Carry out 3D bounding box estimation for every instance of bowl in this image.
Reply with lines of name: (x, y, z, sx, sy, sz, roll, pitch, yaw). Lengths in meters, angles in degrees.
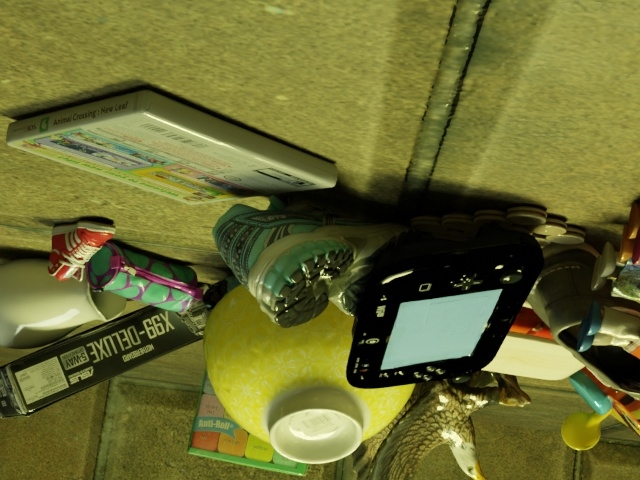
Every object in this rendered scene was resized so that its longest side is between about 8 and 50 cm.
bowl: (-0.006, 0.185, 1.525, 0.289, 0.156, 0.289, -2, 135, -2)

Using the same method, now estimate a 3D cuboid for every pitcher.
pitcher: (-0.363, 0.084, 1.691, 0.207, 0.125, 0.178, -10, 170, 20)

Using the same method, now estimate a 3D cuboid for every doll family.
doll family: (0.340, 0.024, 1.065, 0.163, 0.118, 0.263, 13, 150, 1)

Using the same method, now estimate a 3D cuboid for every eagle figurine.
eagle figurine: (0.147, 0.261, 1.691, 0.298, 0.225, 0.226, -30, 148, 8)

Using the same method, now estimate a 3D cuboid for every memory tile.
memory tile: (0.171, -0.011, 1.169, 0.148, 0.012, 0.113, -4, 163, 41)

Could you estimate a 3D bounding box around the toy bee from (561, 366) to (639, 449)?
toy bee: (0.418, 0.226, 1.661, 0.195, 0.162, 0.298, -39, 179, 18)

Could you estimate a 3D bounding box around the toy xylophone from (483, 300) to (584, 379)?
toy xylophone: (0.220, 0.087, 1.412, 0.323, 0.081, 0.236, 14, 153, -21)

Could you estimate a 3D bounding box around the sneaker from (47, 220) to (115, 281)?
sneaker: (-0.280, 0.014, 1.414, 0.042, 0.067, 0.118, 16, 165, -38)

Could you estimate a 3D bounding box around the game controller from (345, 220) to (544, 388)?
game controller: (0.115, 0.079, 1.212, 0.166, 0.067, 0.319, -16, 155, -12)

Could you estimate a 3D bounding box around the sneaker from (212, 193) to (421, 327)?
sneaker: (0.000, 0.000, 1.174, 0.122, 0.110, 0.283, 41, -164, 21)

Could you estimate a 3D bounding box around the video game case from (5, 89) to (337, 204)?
video game case: (-0.126, -0.074, 1.034, 0.193, 0.023, 0.212, -5, 163, 44)

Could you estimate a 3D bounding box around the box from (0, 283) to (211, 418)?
box: (-0.320, 0.163, 1.763, 0.307, 0.076, 0.242, -23, 180, -25)

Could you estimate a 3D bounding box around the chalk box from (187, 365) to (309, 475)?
chalk box: (-0.090, 0.250, 1.809, 0.180, 0.179, 0.289, 11, 170, 2)

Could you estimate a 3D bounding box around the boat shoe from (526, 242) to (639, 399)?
boat shoe: (0.323, 0.117, 1.271, 0.112, 0.095, 0.335, -32, 133, 27)

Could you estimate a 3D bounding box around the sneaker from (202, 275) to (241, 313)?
sneaker: (-0.124, 0.074, 1.608, 0.073, 0.063, 0.162, 4, 160, -18)

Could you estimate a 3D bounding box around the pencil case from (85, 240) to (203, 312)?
pencil case: (-0.226, 0.048, 1.550, 0.070, 0.064, 0.152, 3, 168, 42)
